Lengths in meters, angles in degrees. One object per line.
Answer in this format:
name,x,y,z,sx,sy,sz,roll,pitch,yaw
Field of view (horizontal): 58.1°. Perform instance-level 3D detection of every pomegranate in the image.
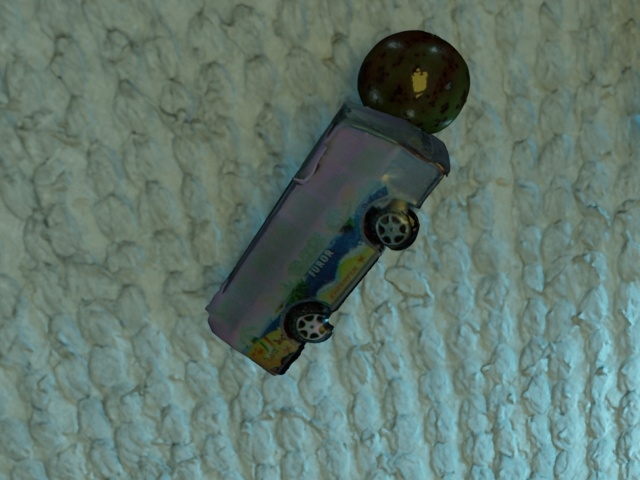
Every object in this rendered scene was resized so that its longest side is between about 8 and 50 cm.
pomegranate,0.102,-0.165,0.636,0.130,0.130,0.130,-2,104,-8

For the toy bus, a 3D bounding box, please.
toy bus,0.000,0.000,0.629,0.137,0.112,0.317,31,116,-10
